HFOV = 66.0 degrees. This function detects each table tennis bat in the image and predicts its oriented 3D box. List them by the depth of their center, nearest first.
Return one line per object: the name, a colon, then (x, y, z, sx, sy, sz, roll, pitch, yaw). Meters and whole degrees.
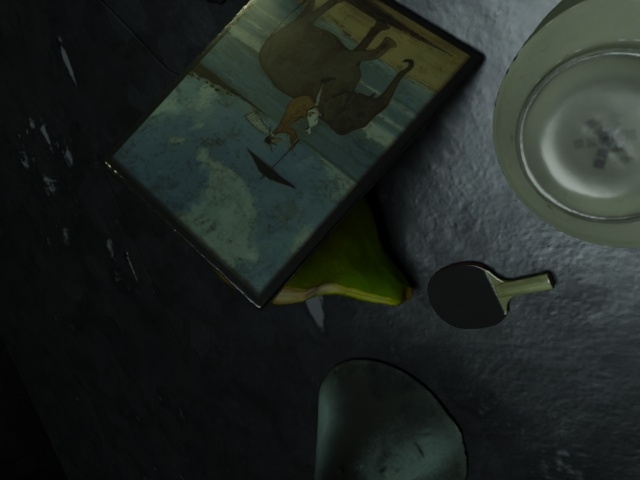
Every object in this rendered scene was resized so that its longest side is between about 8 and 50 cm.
table tennis bat: (0.197, 0.063, 0.587, 0.157, 0.013, 0.086, -19, 96, 43)

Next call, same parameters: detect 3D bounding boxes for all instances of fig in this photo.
fig: (0.000, 0.000, 0.628, 0.275, 0.206, 0.206, 28, 131, -12)

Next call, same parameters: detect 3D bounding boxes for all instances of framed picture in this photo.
framed picture: (-0.040, -0.136, 0.530, 0.265, 0.016, 0.347, 41, 87, 17)

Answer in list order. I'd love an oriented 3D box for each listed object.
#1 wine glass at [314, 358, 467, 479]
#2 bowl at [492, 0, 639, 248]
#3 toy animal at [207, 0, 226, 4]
wine glass: (-0.003, 0.366, 0.623, 0.267, 0.406, 0.266, 15, 117, 30)
bowl: (0.241, -0.094, 0.387, 0.238, 0.126, 0.237, 24, 127, 35)
toy animal: (-0.103, -0.403, 0.570, 0.121, 0.094, 0.225, 44, 132, 27)
